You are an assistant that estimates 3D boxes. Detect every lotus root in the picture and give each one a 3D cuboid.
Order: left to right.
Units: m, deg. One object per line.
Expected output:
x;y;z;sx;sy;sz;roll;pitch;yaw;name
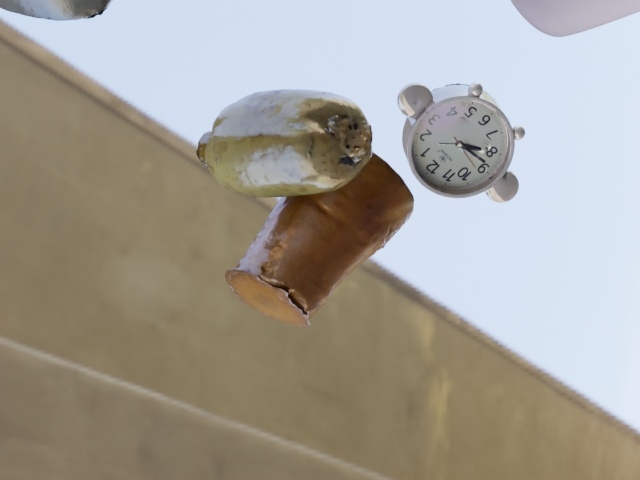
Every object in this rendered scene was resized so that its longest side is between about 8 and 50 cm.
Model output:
-0.059;-0.140;1.991;0.160;0.284;0.146;-55;-49;-41;lotus root

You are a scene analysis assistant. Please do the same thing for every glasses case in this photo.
0.313;-0.301;1.534;0.113;0.297;0.075;49;-115;-15;glasses case

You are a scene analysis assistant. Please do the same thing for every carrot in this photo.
0.000;0.000;2.049;0.254;0.196;0.196;-56;-46;-27;carrot

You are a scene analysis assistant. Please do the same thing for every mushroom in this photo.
-0.351;-0.356;1.753;0.117;0.188;0.141;94;-165;-60;mushroom

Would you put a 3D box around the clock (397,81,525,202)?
0.192;-0.141;1.925;0.229;0.155;0.063;40;-166;-21;clock
